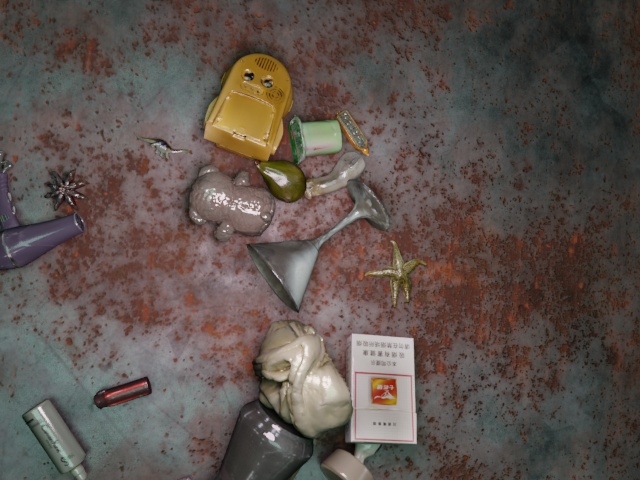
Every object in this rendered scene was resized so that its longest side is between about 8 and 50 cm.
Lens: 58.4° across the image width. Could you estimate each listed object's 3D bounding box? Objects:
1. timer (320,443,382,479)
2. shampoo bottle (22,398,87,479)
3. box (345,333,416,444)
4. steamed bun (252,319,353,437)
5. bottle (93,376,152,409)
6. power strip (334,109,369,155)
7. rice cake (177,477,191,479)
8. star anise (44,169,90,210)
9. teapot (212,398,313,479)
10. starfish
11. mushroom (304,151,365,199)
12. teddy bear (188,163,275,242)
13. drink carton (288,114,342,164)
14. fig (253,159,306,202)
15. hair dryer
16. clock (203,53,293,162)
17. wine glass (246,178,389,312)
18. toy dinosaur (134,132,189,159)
[{"bbox_3d":[0.145,0.675,1.838,0.175,0.175,0.266,47,63,-5],"label":"timer"},{"bbox_3d":[-0.773,0.600,1.694,0.085,0.085,0.262,-32,94,-9],"label":"shampoo bottle"},{"bbox_3d":[0.189,0.472,1.813,0.210,0.095,0.330,6,69,-9],"label":"box"},{"bbox_3d":[-0.069,0.412,1.694,0.247,0.339,0.352,-24,91,-10],"label":"steamed bun"},{"bbox_3d":[-0.603,0.465,1.742,0.164,0.060,0.060,-17,91,-10],"label":"bottle"},{"bbox_3d":[0.111,-0.358,1.913,0.049,0.028,0.178,-35,94,-10],"label":"power strip"},{"bbox_3d":[-0.352,0.844,1.773,0.049,0.055,0.270,-38,92,-14],"label":"rice cake"},{"bbox_3d":[-0.773,-0.153,1.745,0.141,0.042,0.141,0,89,-10],"label":"star anise"},{"bbox_3d":[-0.185,0.685,1.734,0.300,0.253,0.344,35,89,-37],"label":"teapot"},{"bbox_3d":[0.254,0.110,1.917,0.216,0.050,0.223,-9,84,-3],"label":"starfish"},{"bbox_3d":[0.043,-0.204,1.870,0.223,0.081,0.092,-34,99,-8],"label":"mushroom"},{"bbox_3d":[-0.275,-0.110,1.773,0.267,0.151,0.236,15,85,-9],"label":"teddy bear"},{"bbox_3d":[-0.014,-0.329,1.838,0.142,0.144,0.146,-8,90,-16],"label":"drink carton"},{"bbox_3d":[-0.118,-0.203,1.783,0.126,0.185,0.133,-15,58,8],"label":"fig"},{"bbox_3d":[-0.888,-0.110,1.690,0.301,0.121,0.361,-22,83,-1],"label":"hair dryer"},{"bbox_3d":[-0.209,-0.428,1.789,0.244,0.200,0.317,22,76,-11],"label":"clock"},{"bbox_3d":[0.000,0.000,1.777,0.406,0.267,0.267,-39,94,-14],"label":"wine glass"},{"bbox_3d":[-0.505,-0.292,1.800,0.180,0.037,0.058,23,61,-15],"label":"toy dinosaur"}]
